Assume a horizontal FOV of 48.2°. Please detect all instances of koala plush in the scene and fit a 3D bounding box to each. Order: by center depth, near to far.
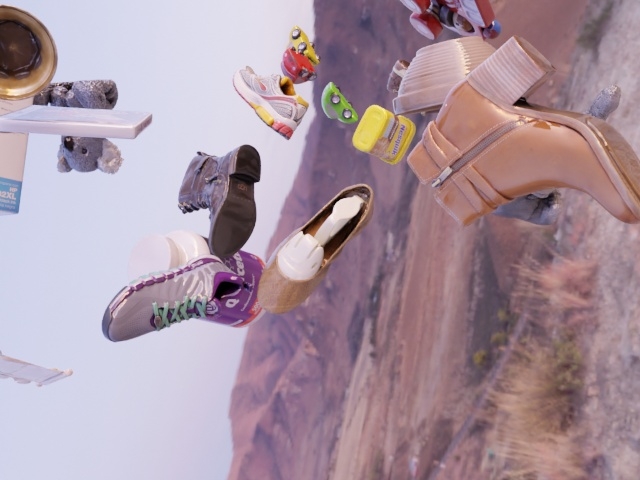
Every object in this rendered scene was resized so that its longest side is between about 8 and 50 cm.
[{"bbox_3d":[-0.554,-0.261,1.676,0.203,0.196,0.221,-52,-41,-72],"label":"koala plush"}]

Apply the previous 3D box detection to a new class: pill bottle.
[{"bbox_3d":[-0.260,0.084,1.575,0.323,0.181,0.182,23,-104,-54],"label":"pill bottle"}]

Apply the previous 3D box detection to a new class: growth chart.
[{"bbox_3d":[-0.645,0.264,1.493,0.237,0.172,0.021,34,-131,-45],"label":"growth chart"}]

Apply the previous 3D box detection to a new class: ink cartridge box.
[{"bbox_3d":[-0.732,-0.211,1.528,0.129,0.223,0.308,12,-100,-46],"label":"ink cartridge box"}]

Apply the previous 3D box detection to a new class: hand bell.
[{"bbox_3d":[-0.444,-0.297,1.051,0.242,0.126,0.126,-121,39,-61],"label":"hand bell"}]

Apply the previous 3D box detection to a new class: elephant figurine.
[{"bbox_3d":[0.365,-0.151,1.203,0.186,0.169,0.239,-55,-15,-37],"label":"elephant figurine"}]

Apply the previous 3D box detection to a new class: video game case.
[{"bbox_3d":[-0.375,-0.187,1.113,0.183,0.201,0.023,-107,21,-73],"label":"video game case"}]

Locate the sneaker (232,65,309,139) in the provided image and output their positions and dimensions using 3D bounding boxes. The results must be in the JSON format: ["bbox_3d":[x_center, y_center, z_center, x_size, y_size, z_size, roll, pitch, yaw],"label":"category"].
[{"bbox_3d":[-0.094,-0.286,1.404,0.093,0.225,0.088,-49,-38,9],"label":"sneaker"}]

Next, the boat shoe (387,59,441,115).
[{"bbox_3d":[0.290,-0.364,1.838,0.095,0.257,0.095,-61,-1,28],"label":"boat shoe"}]

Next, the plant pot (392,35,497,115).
[{"bbox_3d":[0.243,-0.303,1.300,0.237,0.237,0.110,-78,-23,-84],"label":"plant pot"}]

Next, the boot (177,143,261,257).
[{"bbox_3d":[-0.229,-0.081,1.511,0.229,0.091,0.263,-7,63,48],"label":"boot"}]

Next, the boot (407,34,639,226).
[{"bbox_3d":[0.176,-0.057,0.619,0.073,0.197,0.152,-9,-32,-49],"label":"boot"}]

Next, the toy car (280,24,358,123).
[{"bbox_3d":[-0.005,-0.324,1.486,0.053,0.225,0.239,-33,23,20],"label":"toy car"}]

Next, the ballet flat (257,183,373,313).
[{"bbox_3d":[0.000,0.000,1.419,0.342,0.116,0.124,-44,-11,-28],"label":"ballet flat"}]

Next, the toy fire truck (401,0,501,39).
[{"bbox_3d":[0.366,-0.637,1.931,0.169,0.254,0.302,-50,-32,2],"label":"toy fire truck"}]

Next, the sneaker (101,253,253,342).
[{"bbox_3d":[-0.203,0.088,1.031,0.223,0.098,0.083,-32,-47,-41],"label":"sneaker"}]

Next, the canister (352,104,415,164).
[{"bbox_3d":[0.164,-0.272,1.841,0.170,0.073,0.126,7,-67,-58],"label":"canister"}]
